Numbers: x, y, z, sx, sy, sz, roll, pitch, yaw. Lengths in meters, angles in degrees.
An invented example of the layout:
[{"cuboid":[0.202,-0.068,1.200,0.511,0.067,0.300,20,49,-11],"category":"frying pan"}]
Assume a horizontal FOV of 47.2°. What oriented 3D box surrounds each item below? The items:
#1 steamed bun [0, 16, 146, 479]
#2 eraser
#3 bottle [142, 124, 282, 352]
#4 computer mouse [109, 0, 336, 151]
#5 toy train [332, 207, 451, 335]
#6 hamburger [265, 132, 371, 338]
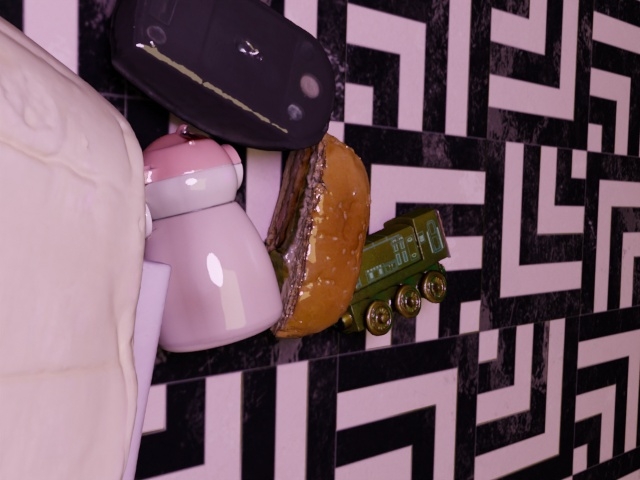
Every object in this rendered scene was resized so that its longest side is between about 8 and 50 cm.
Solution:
[{"cuboid":[-0.319,0.057,0.501,0.371,0.290,0.456,36,58,-61],"category":"steamed bun"},{"cuboid":[-0.231,0.144,0.716,0.095,0.174,0.270,14,85,-40],"category":"eraser"},{"cuboid":[-0.137,-0.008,0.814,0.147,0.147,0.236,-17,97,-39],"category":"bottle"},{"cuboid":[-0.110,-0.200,0.838,0.269,0.100,0.170,28,55,-29],"category":"computer mouse"},{"cuboid":[0.093,0.047,1.052,0.225,0.090,0.137,-23,101,-38],"category":"toy train"},{"cuboid":[0.000,0.000,0.924,0.131,0.124,0.262,18,82,-24],"category":"hamburger"}]
